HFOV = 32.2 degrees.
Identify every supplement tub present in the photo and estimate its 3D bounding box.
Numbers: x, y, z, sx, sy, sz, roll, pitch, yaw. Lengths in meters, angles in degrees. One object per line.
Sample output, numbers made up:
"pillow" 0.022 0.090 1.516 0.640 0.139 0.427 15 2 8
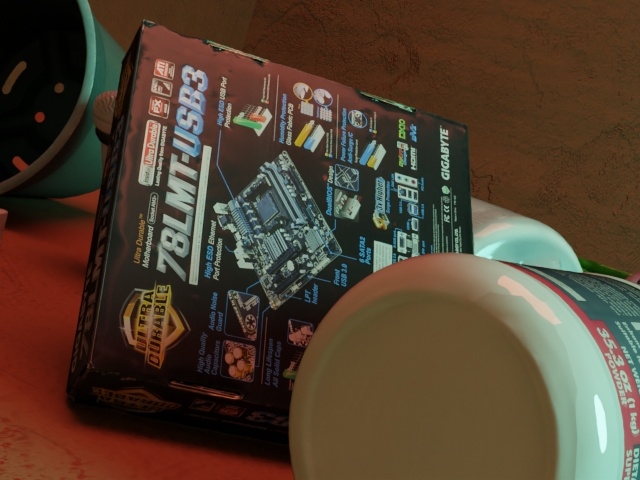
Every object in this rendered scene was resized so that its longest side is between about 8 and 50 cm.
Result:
"supplement tub" 0.128 0.110 0.662 0.191 0.191 0.272 22 8 36

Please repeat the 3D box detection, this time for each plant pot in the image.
"plant pot" -0.395 -0.199 1.451 0.341 0.341 0.334 18 -1 11

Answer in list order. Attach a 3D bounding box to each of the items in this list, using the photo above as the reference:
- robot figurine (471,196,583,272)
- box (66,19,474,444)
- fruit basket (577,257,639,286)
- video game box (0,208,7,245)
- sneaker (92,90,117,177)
"robot figurine" 0.113 0.052 1.071 0.299 0.200 0.353 3 13 -32
"box" -0.023 0.004 0.841 0.293 0.296 0.073 13 -32 -19
"fruit basket" 0.406 0.055 1.101 0.282 0.392 0.392 17 6 -4
"video game box" -0.427 -0.031 1.064 0.205 0.048 0.187 17 4 -1
"sneaker" -0.090 -0.036 1.104 0.365 0.210 0.137 11 10 37
